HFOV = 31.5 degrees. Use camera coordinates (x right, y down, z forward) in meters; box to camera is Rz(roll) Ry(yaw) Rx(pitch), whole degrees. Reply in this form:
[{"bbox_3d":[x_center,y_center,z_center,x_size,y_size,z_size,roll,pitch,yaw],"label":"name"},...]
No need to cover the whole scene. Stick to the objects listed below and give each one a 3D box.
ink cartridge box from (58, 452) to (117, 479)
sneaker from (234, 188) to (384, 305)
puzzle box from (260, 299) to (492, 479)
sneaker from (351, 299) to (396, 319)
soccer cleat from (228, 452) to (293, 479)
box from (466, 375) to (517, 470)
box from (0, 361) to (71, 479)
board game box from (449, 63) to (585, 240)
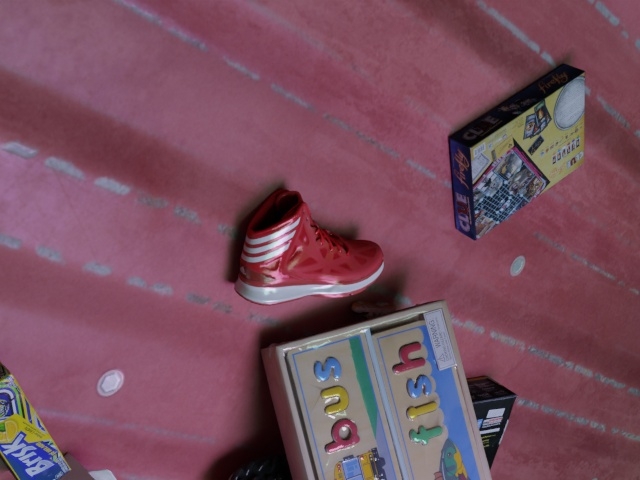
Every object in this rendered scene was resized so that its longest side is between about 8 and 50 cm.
[{"bbox_3d":[-0.290,0.324,1.299,0.143,0.090,0.092,-40,136,-22],"label":"ink cartridge box"},{"bbox_3d":[0.000,0.000,1.395,0.221,0.087,0.128,-15,125,-40],"label":"sneaker"},{"bbox_3d":[0.095,0.303,1.500,0.272,0.052,0.409,-14,88,-28],"label":"puzzle box"},{"bbox_3d":[0.072,0.104,1.571,0.083,0.032,0.037,6,109,-46],"label":"sneaker"},{"bbox_3d":[0.010,0.332,1.564,0.318,0.108,0.116,-9,152,-25],"label":"soccer cleat"},{"bbox_3d":[0.149,0.351,1.768,0.322,0.079,0.257,-1,112,-45],"label":"box"},{"bbox_3d":[-0.328,0.196,1.205,0.054,0.059,0.169,-37,135,-20],"label":"box"},{"bbox_3d":[0.288,-0.128,1.635,0.243,0.042,0.165,-33,134,-27],"label":"board game box"}]
